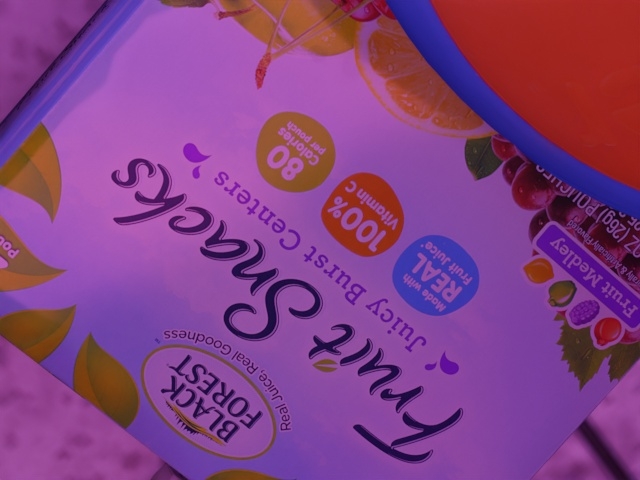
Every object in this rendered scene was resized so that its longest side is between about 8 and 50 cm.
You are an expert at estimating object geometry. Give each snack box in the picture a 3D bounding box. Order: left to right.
[{"bbox_3d":[0.000,0.000,0.661,0.207,0.070,0.174,41,95,-16],"label":"snack box"}]

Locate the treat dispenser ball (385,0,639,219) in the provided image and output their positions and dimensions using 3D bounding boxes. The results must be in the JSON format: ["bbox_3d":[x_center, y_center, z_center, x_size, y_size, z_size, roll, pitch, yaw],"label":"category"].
[{"bbox_3d":[0.140,-0.139,0.533,0.288,0.288,0.288,-2,106,-9],"label":"treat dispenser ball"}]

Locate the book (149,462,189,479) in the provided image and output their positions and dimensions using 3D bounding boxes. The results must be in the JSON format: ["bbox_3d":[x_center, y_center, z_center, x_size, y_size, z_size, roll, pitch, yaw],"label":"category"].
[{"bbox_3d":[-0.031,0.160,0.723,0.144,0.035,0.096,39,92,-16],"label":"book"}]
